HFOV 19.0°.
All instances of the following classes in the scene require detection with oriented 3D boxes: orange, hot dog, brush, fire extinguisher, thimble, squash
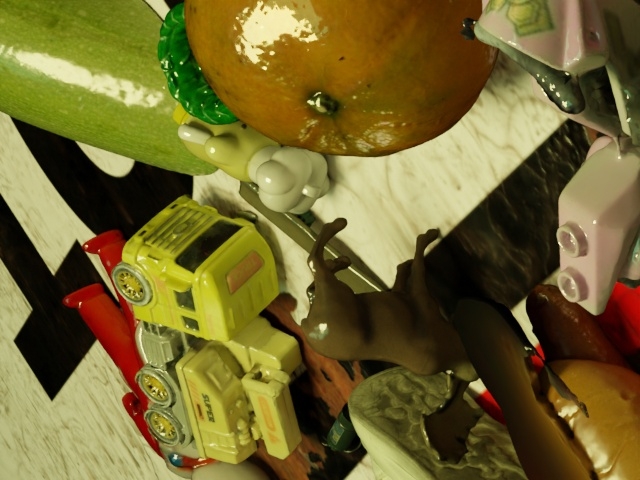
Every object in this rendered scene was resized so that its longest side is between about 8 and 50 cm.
[{"bbox_3d":[0.014,-0.159,1.410,0.240,0.171,0.240,12,147,8],"label":"orange"},{"bbox_3d":[0.235,0.161,1.449,0.326,0.107,0.194,64,165,6],"label":"hot dog"},{"bbox_3d":[0.000,0.000,1.762,0.190,0.027,0.034,40,149,19],"label":"brush"},{"bbox_3d":[0.026,0.188,1.877,0.038,0.025,0.083,32,145,4],"label":"fire extinguisher"},{"bbox_3d":[-0.077,-0.165,1.672,0.130,0.090,0.118,22,131,47],"label":"thimble"},{"bbox_3d":[-0.200,-0.180,1.915,0.260,0.189,0.189,15,138,4],"label":"squash"}]

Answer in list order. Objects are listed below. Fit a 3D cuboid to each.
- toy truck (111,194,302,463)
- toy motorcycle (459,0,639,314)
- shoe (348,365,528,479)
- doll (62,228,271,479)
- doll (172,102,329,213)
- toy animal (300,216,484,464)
[{"bbox_3d":[-0.097,0.100,1.894,0.157,0.124,0.272,16,132,31],"label":"toy truck"},{"bbox_3d":[0.186,-0.091,1.235,0.143,0.188,0.327,41,146,44],"label":"toy motorcycle"},{"bbox_3d":[0.143,0.239,1.653,0.316,0.124,0.159,38,142,44],"label":"shoe"},{"bbox_3d":[-0.159,0.177,2.089,0.384,0.099,0.188,54,149,19],"label":"doll"},{"bbox_3d":[-0.060,-0.079,1.721,0.162,0.106,0.062,35,111,30],"label":"doll"},{"bbox_3d":[0.082,0.087,1.596,0.094,0.214,0.186,125,143,-48],"label":"toy animal"}]
